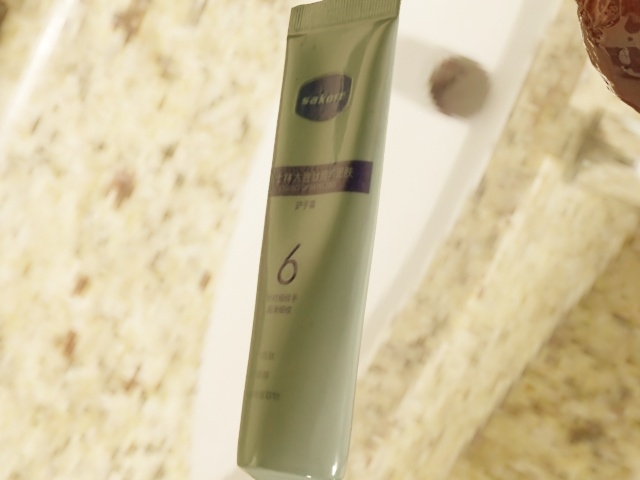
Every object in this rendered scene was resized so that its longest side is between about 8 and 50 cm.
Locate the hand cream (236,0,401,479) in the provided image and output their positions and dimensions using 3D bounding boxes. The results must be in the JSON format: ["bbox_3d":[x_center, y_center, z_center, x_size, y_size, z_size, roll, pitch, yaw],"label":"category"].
[{"bbox_3d":[0.000,0.000,1.056,0.067,0.109,0.321,15,79,-39],"label":"hand cream"}]

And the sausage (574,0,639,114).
[{"bbox_3d":[0.118,-0.057,0.498,0.054,0.094,0.059,-53,-177,-33],"label":"sausage"}]
